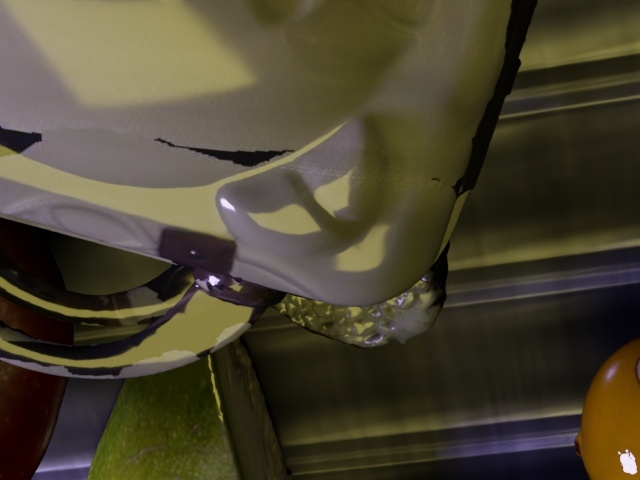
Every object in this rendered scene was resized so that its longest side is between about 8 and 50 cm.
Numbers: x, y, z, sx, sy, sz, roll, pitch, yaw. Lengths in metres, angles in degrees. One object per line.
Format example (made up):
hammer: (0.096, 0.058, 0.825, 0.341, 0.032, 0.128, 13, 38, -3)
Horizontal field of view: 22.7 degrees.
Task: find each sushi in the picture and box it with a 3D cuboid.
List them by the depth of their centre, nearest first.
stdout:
sushi: (0.000, 0.000, 0.909, 0.150, 0.078, 0.090, 22, 134, -12)

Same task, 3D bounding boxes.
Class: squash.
squash: (-0.046, 0.128, 1.007, 0.169, 0.093, 0.252, 21, 128, -8)

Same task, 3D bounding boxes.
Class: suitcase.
suitcase: (-0.080, -0.102, 0.708, 0.351, 0.194, 0.339, 16, 104, -6)

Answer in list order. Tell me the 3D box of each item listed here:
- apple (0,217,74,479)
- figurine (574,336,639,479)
apple: (-0.300, 0.062, 0.866, 0.317, 0.288, 0.288, -3, 130, 29)
figurine: (0.272, 0.098, 0.894, 0.228, 0.215, 0.215, 24, 129, 4)
